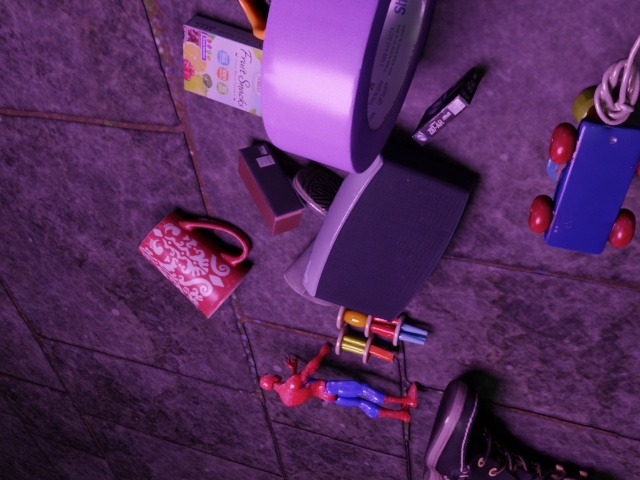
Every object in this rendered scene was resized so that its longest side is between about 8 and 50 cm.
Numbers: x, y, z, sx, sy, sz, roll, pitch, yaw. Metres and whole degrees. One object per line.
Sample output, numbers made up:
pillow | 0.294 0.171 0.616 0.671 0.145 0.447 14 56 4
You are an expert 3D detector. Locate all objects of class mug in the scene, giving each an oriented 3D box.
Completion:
mug | -0.211 0.025 1.131 0.169 0.150 0.113 41 172 -3

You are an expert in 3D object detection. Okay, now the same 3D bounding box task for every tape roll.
tape roll | 0.040 -0.208 0.636 0.090 0.275 0.275 19 135 12

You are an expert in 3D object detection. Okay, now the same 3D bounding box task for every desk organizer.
desk organizer | -0.075 -0.075 0.940 0.130 0.047 0.050 60 156 25

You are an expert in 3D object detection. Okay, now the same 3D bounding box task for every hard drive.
hard drive | 0.089 -0.001 0.888 0.172 0.054 0.255 20 122 -10

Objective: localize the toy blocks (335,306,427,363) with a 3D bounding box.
toy blocks | 0.103 0.168 1.098 0.148 0.054 0.123 15 133 16

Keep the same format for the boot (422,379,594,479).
boot | 0.326 0.396 1.117 0.284 0.138 0.377 15 138 18

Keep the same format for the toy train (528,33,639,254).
toy train | 0.295 -0.122 0.677 0.105 0.143 0.248 11 128 10

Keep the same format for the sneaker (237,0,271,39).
sneaker | -0.080 -0.329 0.735 0.084 0.083 0.215 -11 121 37

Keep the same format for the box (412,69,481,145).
box | 0.150 -0.158 0.771 0.018 0.067 0.083 40 137 -10

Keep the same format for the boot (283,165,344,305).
boot | -0.002 0.001 1.003 0.189 0.076 0.208 39 141 -6

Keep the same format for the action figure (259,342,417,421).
action figure | 0.029 0.251 1.202 0.280 0.139 0.091 7 132 -6

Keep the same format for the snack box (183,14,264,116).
snack box | -0.116 -0.232 0.873 0.141 0.037 0.100 21 136 11
